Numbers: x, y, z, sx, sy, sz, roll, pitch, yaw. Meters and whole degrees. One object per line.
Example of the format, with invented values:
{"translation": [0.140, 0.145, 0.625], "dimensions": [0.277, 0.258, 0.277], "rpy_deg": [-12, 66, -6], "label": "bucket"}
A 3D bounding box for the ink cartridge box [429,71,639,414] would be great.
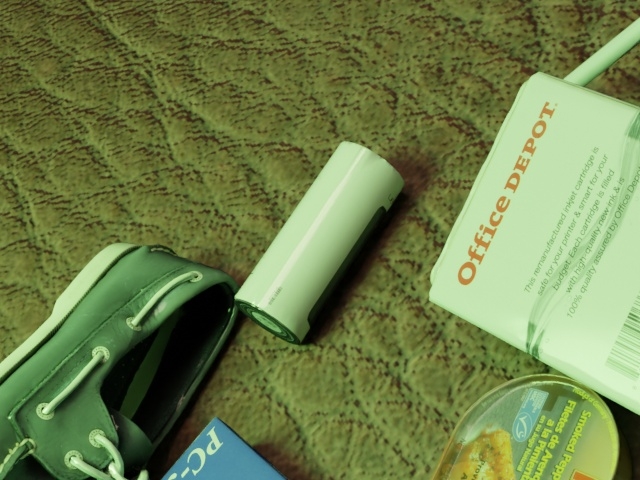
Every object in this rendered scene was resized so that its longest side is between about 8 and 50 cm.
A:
{"translation": [0.182, 0.012, 0.801], "dimensions": [0.208, 0.087, 0.153], "rpy_deg": [30, 95, 43], "label": "ink cartridge box"}

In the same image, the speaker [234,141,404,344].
{"translation": [0.000, 0.000, 0.981], "dimensions": [0.055, 0.055, 0.136], "rpy_deg": [20, 70, 42], "label": "speaker"}

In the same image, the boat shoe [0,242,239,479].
{"translation": [-0.151, 0.122, 0.925], "dimensions": [0.099, 0.116, 0.319], "rpy_deg": [6, 44, 24], "label": "boat shoe"}

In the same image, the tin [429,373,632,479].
{"translation": [0.105, 0.164, 0.801], "dimensions": [0.106, 0.040, 0.190], "rpy_deg": [11, 65, 43], "label": "tin"}

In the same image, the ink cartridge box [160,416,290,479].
{"translation": [-0.096, 0.218, 0.888], "dimensions": [0.207, 0.046, 0.097], "rpy_deg": [-49, 46, -8], "label": "ink cartridge box"}

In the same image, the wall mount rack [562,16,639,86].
{"translation": [0.272, -0.198, 0.906], "dimensions": [0.304, 0.130, 0.350], "rpy_deg": [1, 58, 30], "label": "wall mount rack"}
